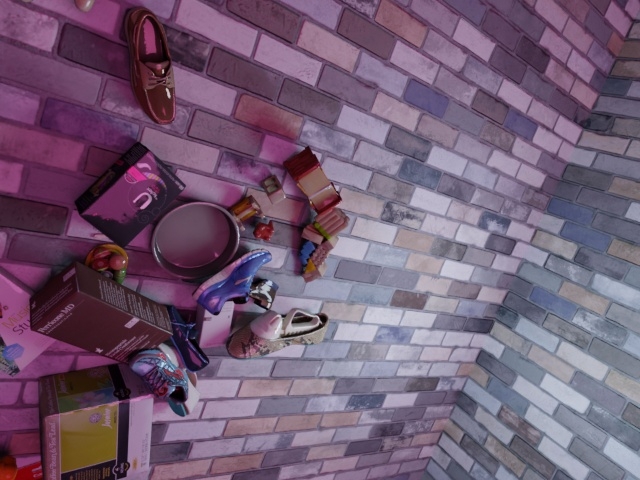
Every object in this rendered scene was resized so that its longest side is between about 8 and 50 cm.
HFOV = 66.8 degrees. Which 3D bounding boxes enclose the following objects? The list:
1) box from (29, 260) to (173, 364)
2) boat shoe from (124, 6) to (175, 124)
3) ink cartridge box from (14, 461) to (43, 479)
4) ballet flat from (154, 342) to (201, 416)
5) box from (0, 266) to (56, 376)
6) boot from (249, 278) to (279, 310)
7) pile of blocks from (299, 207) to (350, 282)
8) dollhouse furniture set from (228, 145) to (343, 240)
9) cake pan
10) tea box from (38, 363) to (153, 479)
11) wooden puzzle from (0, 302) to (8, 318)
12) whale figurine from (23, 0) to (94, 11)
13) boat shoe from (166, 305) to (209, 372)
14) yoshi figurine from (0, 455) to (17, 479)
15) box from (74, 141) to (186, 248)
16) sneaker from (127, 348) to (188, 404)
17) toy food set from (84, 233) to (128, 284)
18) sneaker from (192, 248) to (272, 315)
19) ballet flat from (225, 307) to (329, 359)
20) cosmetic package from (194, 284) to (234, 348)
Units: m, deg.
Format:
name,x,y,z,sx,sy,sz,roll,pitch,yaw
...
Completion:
name,x,y,z,sx,sy,sz,roll,pitch,yaw
box,-0.667,0.239,1.510,0.191,0.143,0.381,-39,137,7
boat shoe,-0.477,-0.485,1.380,0.123,0.116,0.324,-22,122,-24
ink cartridge box,-0.955,0.915,1.695,0.310,0.130,0.271,-10,115,-30
ballet flat,-0.538,0.482,1.796,0.139,0.139,0.400,-26,127,-23
box,-0.945,0.233,1.432,0.232,0.058,0.322,-43,127,-10
boot,-0.254,0.175,1.880,0.219,0.082,0.106,44,64,-37
pile of blocks,0.000,0.000,1.942,0.149,0.112,0.362,27,121,3
dollhouse furniture set,-0.132,-0.150,1.778,0.374,0.152,0.201,-31,128,3
cake pan,-0.426,-0.006,1.653,0.293,0.054,0.293,-12,122,-20
tea box,-0.758,0.624,1.635,0.324,0.220,0.328,-3,112,-34
wooden puzzle,-0.939,0.203,1.384,0.083,0.006,0.049,-5,113,-32
whale figurine,-0.628,-0.683,1.200,0.272,0.141,0.216,-18,123,2
boat shoe,-0.475,0.342,1.743,0.089,0.109,0.258,-22,104,3
yoshi figurine,-1.150,0.729,1.468,0.203,0.203,0.362,-43,137,22
box,-0.570,-0.139,1.460,0.270,0.143,0.165,-47,128,-7
sneaker,-0.521,0.456,1.603,0.104,0.125,0.262,-40,129,2
toy food set,-0.674,0.086,1.539,0.128,0.071,0.217,9,105,-37
sneaker,-0.293,0.150,1.737,0.330,0.130,0.147,-39,93,-33
ballet flat,-0.150,0.346,1.934,0.483,0.164,0.182,2,123,-45
cosmetic package,-0.397,0.280,1.810,0.117,0.085,0.231,-1,110,-34
